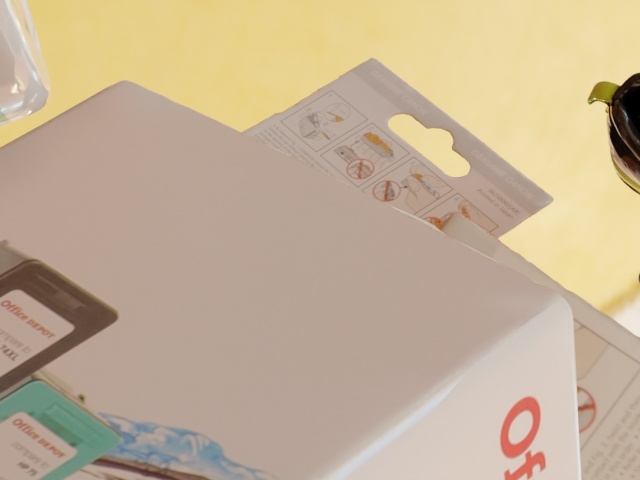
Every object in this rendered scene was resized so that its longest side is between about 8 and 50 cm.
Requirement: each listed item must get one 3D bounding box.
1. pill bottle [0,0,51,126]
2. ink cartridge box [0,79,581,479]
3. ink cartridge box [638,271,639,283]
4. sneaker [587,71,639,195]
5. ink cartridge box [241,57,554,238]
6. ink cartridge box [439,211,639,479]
[{"bbox_3d":[-0.212,-0.068,0.681,0.117,0.208,0.117,161,-90,-87],"label":"pill bottle"},{"bbox_3d":[-0.081,0.119,0.548,0.197,0.270,0.198,28,-41,39],"label":"ink cartridge box"},{"bbox_3d":[0.219,-0.041,0.710,0.086,0.148,0.203,-41,152,-38],"label":"ink cartridge box"},{"bbox_3d":[0.251,-0.033,1.044,0.084,0.235,0.097,-64,152,-13],"label":"sneaker"},{"bbox_3d":[0.000,0.000,1.204,0.189,0.232,0.066,42,-31,35],"label":"ink cartridge box"},{"bbox_3d":[0.160,0.203,1.152,0.308,0.385,0.091,-56,177,15],"label":"ink cartridge box"}]
